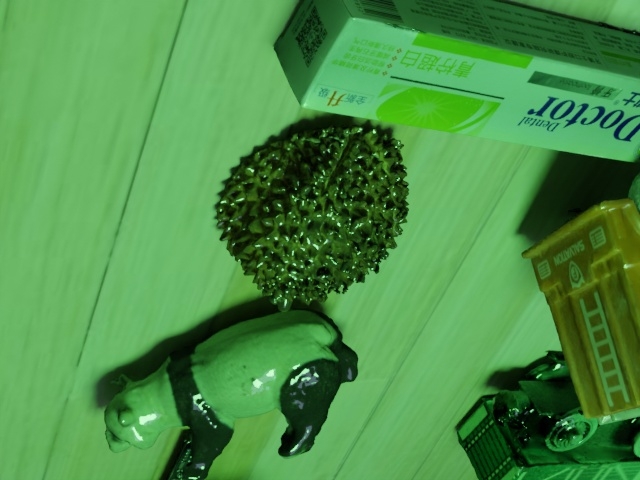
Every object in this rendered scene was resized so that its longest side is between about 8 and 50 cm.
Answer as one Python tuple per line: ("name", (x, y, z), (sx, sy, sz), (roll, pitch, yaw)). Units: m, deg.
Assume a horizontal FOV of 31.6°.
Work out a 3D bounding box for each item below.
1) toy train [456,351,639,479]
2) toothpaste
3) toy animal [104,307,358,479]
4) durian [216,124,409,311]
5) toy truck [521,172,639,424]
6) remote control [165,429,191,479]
("toy train", (0.286, 0.213, 1.244), (0.269, 0.115, 0.154), (5, 128, -33))
("toothpaste", (0.136, -0.122, 0.819), (0.337, 0.067, 0.081), (5, 136, -32))
("toy animal", (-0.079, 0.132, 0.981), (0.225, 0.094, 0.121), (-17, 132, 6))
("durian", (0.000, 0.000, 0.868), (0.148, 0.091, 0.188), (0, 138, -27))
("toy truck", (0.394, 0.034, 0.975), (0.388, 0.206, 0.173), (-9, 167, -16))
("remote control", (-0.133, 0.215, 1.108), (0.034, 0.016, 0.091), (-13, 144, -39))
